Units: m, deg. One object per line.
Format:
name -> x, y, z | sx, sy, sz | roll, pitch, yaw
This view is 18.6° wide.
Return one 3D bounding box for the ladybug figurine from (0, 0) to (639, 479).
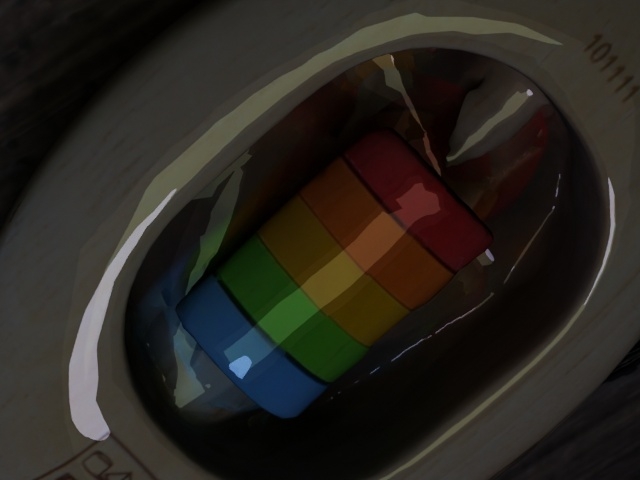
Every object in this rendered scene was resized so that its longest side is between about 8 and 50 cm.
ladybug figurine -> 0.000, 0.000, 1.026 | 0.449, 0.162, 0.305 | -38, 114, 6
